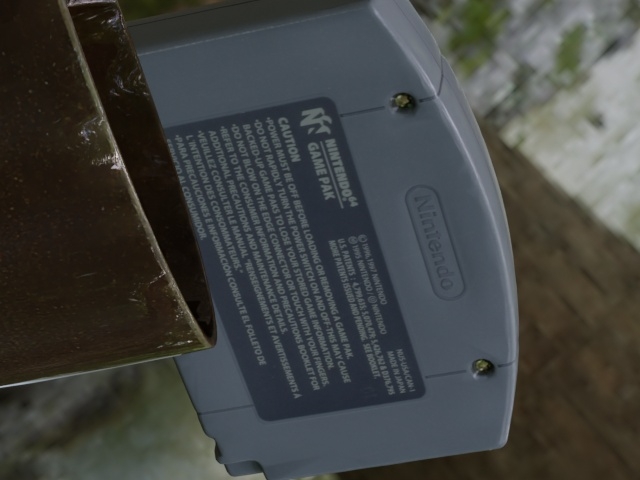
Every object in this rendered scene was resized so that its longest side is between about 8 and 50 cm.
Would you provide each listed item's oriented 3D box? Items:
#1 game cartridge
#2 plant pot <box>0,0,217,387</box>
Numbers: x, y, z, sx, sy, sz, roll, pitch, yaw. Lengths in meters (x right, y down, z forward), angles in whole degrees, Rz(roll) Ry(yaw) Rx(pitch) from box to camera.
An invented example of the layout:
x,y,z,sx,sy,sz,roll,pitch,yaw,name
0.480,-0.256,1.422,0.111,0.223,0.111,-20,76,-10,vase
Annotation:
x,y,z,sx,sy,sz,roll,pitch,yaw,name
0.000,0.000,1.040,0.198,0.062,0.297,-12,124,10,game cartridge
-0.180,-0.025,0.697,0.230,0.215,0.215,-20,155,1,plant pot
